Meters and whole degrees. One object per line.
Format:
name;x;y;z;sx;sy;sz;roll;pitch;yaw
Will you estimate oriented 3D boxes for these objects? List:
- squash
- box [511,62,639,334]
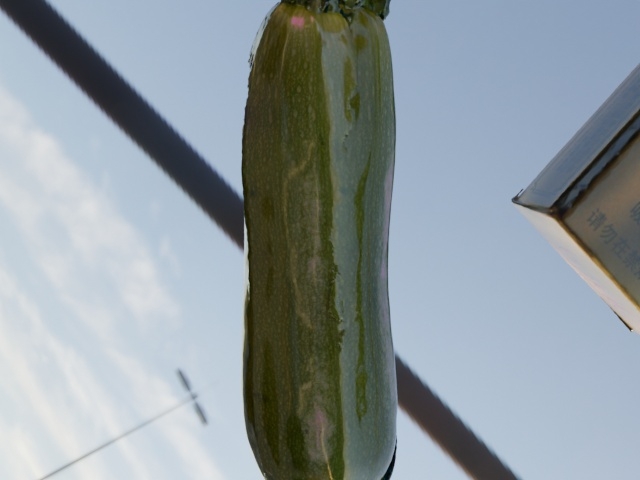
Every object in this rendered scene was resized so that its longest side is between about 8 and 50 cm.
squash;0.000;0.000;0.335;0.052;0.052;0.183;14;-73;55
box;0.263;-0.060;0.728;0.159;0.240;0.071;42;-2;-20
